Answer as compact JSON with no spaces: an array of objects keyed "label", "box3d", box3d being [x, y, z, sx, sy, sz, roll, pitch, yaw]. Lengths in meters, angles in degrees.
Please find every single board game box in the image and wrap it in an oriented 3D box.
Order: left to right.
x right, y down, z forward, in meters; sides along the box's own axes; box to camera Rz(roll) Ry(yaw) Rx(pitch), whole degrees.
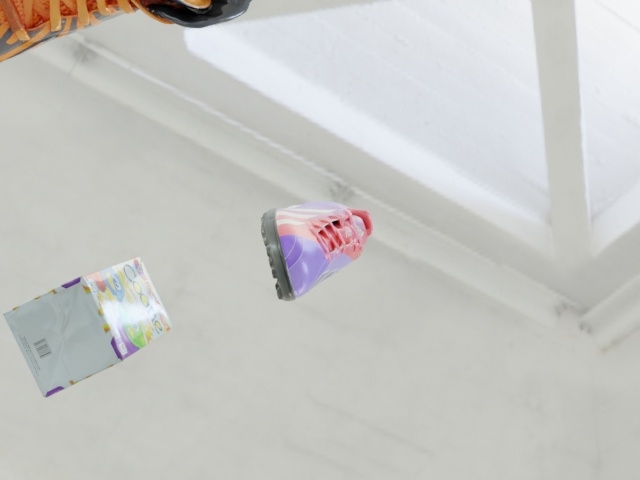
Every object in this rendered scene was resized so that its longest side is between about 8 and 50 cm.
[{"label":"board game box","box3d":[-0.361,0.129,1.600,0.142,0.275,0.144,-25,-88,8]}]

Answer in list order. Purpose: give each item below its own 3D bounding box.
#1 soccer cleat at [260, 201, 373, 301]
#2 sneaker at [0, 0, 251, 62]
[{"label":"soccer cleat","box3d":[0.000,0.000,1.250,0.117,0.318,0.108,-11,-84,7]},{"label":"sneaker","box3d":[-0.171,-0.195,0.708,0.321,0.180,0.124,-30,-55,-13]}]
